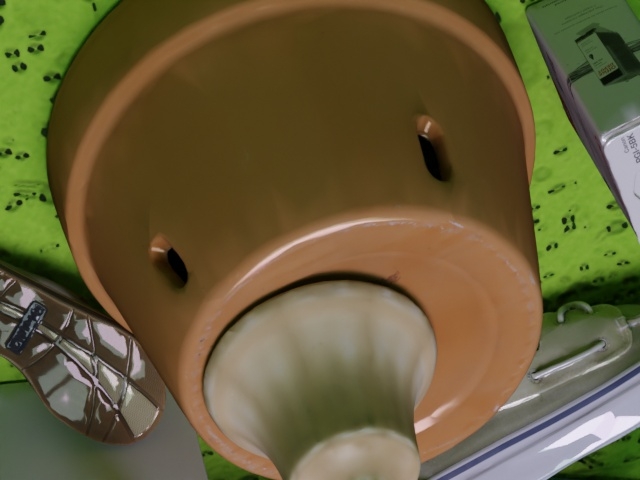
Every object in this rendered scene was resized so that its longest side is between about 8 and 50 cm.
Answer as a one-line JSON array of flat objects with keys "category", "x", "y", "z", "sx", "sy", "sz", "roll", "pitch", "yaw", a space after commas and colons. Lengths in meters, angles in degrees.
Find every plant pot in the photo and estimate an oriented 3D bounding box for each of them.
[{"category": "plant pot", "x": 0.000, "y": 0.000, "z": 1.065, "sx": 0.291, "sy": 0.203, "sz": 0.291, "roll": -8, "pitch": 132, "yaw": -9}]

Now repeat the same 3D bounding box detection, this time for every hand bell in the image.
[{"category": "hand bell", "x": 0.026, "y": 0.145, "z": 0.897, "sx": 0.126, "sy": 0.242, "sz": 0.126, "roll": -8, "pitch": 132, "yaw": -10}]

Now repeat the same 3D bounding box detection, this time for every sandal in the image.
[{"category": "sandal", "x": -0.169, "y": 0.056, "z": 1.157, "sx": 0.180, "sy": 0.049, "sz": 0.072, "roll": 35, "pitch": 104, "yaw": -13}]

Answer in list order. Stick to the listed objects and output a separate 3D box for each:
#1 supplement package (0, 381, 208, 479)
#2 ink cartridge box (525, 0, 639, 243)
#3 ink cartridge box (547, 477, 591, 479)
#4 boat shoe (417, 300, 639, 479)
[{"category": "supplement package", "x": -0.150, "y": 0.223, "z": 1.249, "sx": 0.133, "sy": 0.139, "sz": 0.244, "roll": -4, "pitch": 129, "yaw": -13}, {"category": "ink cartridge box", "x": 0.178, "y": -0.076, "z": 1.098, "sx": 0.056, "sy": 0.135, "sz": 0.099, "roll": -25, "pitch": 132, "yaw": 4}, {"category": "ink cartridge box", "x": 0.153, "y": 0.317, "z": 1.412, "sx": 0.395, "sy": 0.151, "sz": 0.270, "roll": 9, "pitch": 126, "yaw": -21}, {"category": "boat shoe", "x": 0.170, "y": 0.091, "z": 1.263, "sx": 0.302, "sy": 0.094, "sz": 0.109, "roll": -31, "pitch": 177, "yaw": -7}]
